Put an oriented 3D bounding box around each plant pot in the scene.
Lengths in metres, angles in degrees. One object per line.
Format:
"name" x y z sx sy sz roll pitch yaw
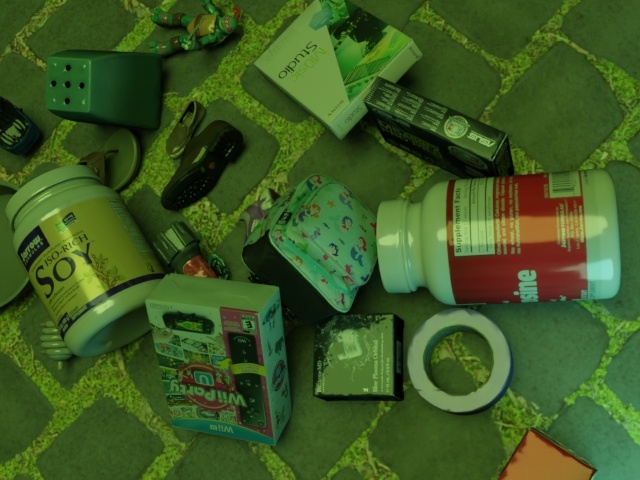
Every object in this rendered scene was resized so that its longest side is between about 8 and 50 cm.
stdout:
"plant pot" -0.468 -0.324 1.851 0.165 0.234 0.166 7 99 18

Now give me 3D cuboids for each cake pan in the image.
"cake pan" -0.721 0.015 1.939 0.293 0.054 0.294 -4 78 22

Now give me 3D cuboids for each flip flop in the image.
"flip flop" -0.506 -0.136 1.918 0.277 0.080 0.112 -40 68 4

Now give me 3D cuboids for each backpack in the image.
"backpack" -0.699 -0.255 1.994 0.120 0.101 0.098 36 89 17
"backpack" 0.000 0.000 1.634 0.225 0.254 0.191 45 127 -13

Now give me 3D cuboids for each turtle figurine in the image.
"turtle figurine" -0.266 -0.471 1.919 0.234 0.118 0.175 -5 59 30

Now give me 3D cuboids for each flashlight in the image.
"flashlight" -0.209 0.093 1.732 0.103 0.103 0.304 -40 81 4

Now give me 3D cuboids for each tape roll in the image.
"tape roll" 0.256 0.223 1.605 0.188 0.080 0.189 -4 74 15

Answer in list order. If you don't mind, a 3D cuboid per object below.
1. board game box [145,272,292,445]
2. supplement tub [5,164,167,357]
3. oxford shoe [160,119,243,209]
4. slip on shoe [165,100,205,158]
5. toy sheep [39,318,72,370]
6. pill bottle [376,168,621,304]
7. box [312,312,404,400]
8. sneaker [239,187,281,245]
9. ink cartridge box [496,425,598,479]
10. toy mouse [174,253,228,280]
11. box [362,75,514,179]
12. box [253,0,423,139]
"board game box" -0.182 0.221 1.628 0.223 0.304 0.097 6 33 18
"supplement tub" -0.465 0.039 1.760 0.241 0.241 0.331 -35 75 5
"oxford shoe" -0.264 -0.161 1.866 0.227 0.083 0.096 -48 49 0
"slip on shoe" -0.299 -0.243 1.907 0.051 0.041 0.135 32 86 21
"toy sheep" -0.548 0.207 1.841 0.091 0.091 0.132 -6 88 15
"pill bottle" 0.315 -0.001 1.567 0.407 0.229 0.229 -4 75 16
"box" 0.072 0.221 1.652 0.158 0.093 0.156 -3 75 16
"sneaker" -0.099 0.015 1.761 0.104 0.095 0.237 -27 65 15
"ink cartridge box" 0.317 0.466 1.421 0.130 0.272 0.310 31 85 21
"toy mouse" -0.236 0.085 1.806 0.143 0.031 0.161 26 89 11
"box" 0.227 -0.193 1.649 0.270 0.216 0.060 28 85 20
"box" 0.027 -0.366 1.776 0.232 0.058 0.322 -46 47 1
